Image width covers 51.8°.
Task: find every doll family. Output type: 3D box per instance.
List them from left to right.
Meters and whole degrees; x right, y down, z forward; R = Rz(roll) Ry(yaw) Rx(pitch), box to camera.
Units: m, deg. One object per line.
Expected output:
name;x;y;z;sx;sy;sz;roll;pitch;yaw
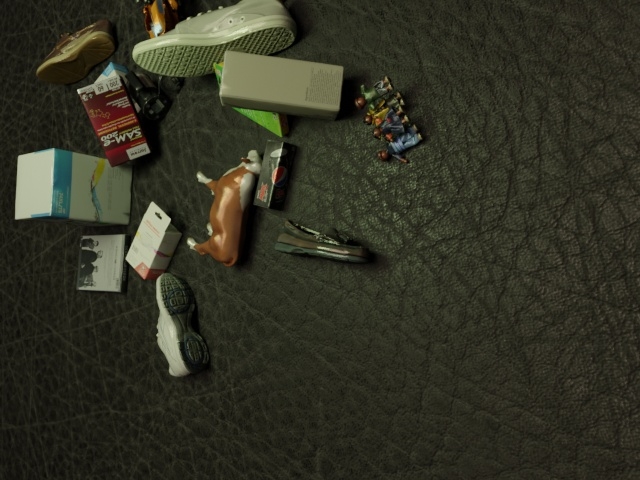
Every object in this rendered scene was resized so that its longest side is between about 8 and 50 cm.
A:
doll family;0.144;-0.258;1.446;0.111;0.076;0.193;-31;69;26

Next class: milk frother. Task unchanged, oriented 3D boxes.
milk frother;-0.495;-0.459;1.967;0.143;0.129;0.134;-30;58;-16

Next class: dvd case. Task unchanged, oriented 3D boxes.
dvd case;-0.687;0.072;2.080;0.239;0.030;0.179;-1;84;37

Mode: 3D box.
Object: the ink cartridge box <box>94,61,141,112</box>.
ink cartridge box;-0.642;-0.460;2.090;0.104;0.062;0.181;-40;62;27

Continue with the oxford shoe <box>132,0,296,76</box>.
oxford shoe;-0.276;-0.533;1.714;0.450;0.169;0.130;-10;74;16

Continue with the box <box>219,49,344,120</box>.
box;-0.089;-0.355;1.525;0.275;0.094;0.113;8;86;-5

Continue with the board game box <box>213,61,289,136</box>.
board game box;-0.180;-0.369;1.692;0.259;0.039;0.124;33;147;34

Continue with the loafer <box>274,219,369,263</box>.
loafer;0.000;0.000;1.516;0.268;0.096;0.084;7;83;40

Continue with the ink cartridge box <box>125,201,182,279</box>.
ink cartridge box;-0.472;0.001;1.897;0.115;0.067;0.198;39;109;34

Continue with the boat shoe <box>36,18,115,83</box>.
boat shoe;-0.826;-0.641;2.229;0.342;0.123;0.123;-21;63;31

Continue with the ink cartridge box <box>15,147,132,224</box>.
ink cartridge box;-0.741;-0.150;1.997;0.198;0.270;0.197;-3;84;38

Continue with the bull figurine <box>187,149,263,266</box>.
bull figurine;-0.242;-0.091;1.710;0.188;0.101;0.310;12;90;42

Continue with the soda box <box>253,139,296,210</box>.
soda box;-0.113;-0.163;1.646;0.060;0.053;0.168;15;94;38

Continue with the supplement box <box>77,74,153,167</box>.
supplement box;-0.599;-0.349;1.937;0.130;0.073;0.239;-22;103;-5

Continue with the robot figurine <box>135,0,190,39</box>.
robot figurine;-0.432;-0.644;1.873;0.085;0.211;0.290;-18;80;21

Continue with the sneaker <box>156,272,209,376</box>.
sneaker;-0.404;0.232;1.794;0.129;0.111;0.297;-32;65;37
